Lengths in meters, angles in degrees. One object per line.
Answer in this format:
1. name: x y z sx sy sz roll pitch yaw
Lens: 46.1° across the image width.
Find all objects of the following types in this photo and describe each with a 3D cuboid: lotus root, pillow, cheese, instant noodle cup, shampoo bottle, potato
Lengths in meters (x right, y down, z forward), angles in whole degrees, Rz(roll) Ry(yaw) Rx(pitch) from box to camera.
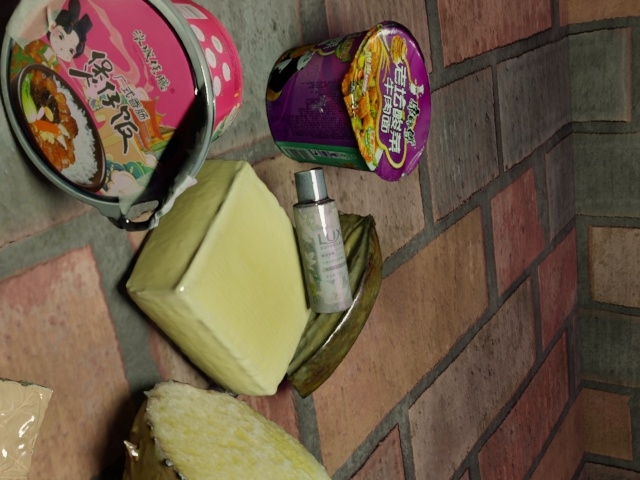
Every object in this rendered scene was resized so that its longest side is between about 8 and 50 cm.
1. lotus root: 0.021 0.113 1.269 0.142 0.210 0.314 42 72 -36
2. pillow: -0.373 0.262 0.818 0.126 0.043 0.233 40 58 -56
3. cheese: -0.124 0.057 1.082 0.265 0.123 0.242 58 48 -42
4. instant noodle cup: -0.201 -0.181 0.863 0.181 0.258 0.303 -44 136 -62
5. instant noodle cup: 0.042 -0.223 1.235 0.251 0.190 0.251 -9 101 -54
6. shampoo bottle: 0.000 0.000 1.112 0.072 0.072 0.214 -25 108 -52
7. potato: -0.157 0.371 0.989 0.301 0.289 0.237 19 111 -50
